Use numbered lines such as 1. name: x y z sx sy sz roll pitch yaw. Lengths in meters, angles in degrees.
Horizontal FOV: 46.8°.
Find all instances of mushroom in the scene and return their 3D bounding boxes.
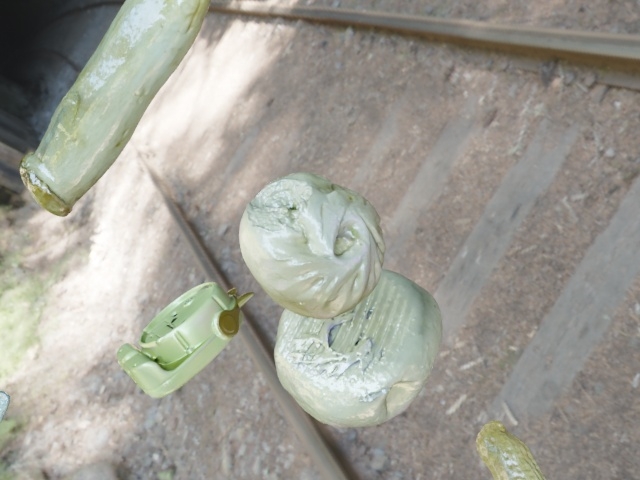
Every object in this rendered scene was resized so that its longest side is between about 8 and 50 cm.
1. mushroom: -0.226 -0.157 0.805 0.312 0.081 0.100 -51 56 17

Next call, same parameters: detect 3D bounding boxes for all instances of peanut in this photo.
1. peanut: 0.333 0.401 1.271 0.093 0.083 0.194 104 148 -41

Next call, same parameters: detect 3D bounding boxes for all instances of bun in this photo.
1. bun: 0.057 0.165 1.144 0.272 0.168 0.273 -10 51 13
2. bun: 0.000 0.000 0.924 0.127 0.193 0.179 -5 54 49

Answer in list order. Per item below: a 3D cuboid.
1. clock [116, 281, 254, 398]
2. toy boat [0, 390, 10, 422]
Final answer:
1. clock: -0.325 0.221 1.821 0.348 0.117 0.286 -42 18 -19
2. toy boat: -0.569 0.350 1.168 0.206 0.096 0.282 27 96 42
